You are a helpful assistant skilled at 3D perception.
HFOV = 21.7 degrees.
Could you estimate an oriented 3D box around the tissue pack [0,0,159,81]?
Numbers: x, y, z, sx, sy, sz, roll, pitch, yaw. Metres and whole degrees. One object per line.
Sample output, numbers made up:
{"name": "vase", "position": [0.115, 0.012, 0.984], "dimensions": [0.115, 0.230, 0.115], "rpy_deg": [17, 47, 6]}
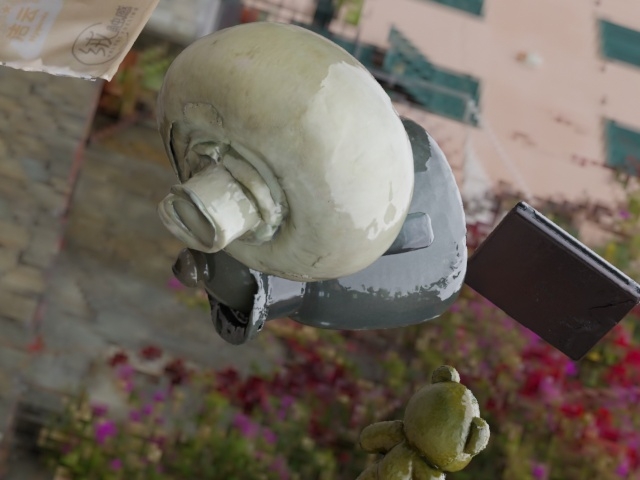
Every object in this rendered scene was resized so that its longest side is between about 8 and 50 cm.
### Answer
{"name": "tissue pack", "position": [-0.172, -0.275, 0.956], "dimensions": [0.305, 0.238, 0.238], "rpy_deg": [-52, -162, 39]}

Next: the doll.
{"name": "doll", "position": [0.108, 0.246, 1.838], "dimensions": [0.209, 0.097, 0.137], "rpy_deg": [-52, -136, 18]}

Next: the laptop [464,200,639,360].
{"name": "laptop", "position": [0.301, 0.055, 2.196], "dimensions": [0.154, 0.207, 0.026], "rpy_deg": [-52, -176, 37]}

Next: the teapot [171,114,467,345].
{"name": "teapot", "position": [-0.001, 0.018, 1.677], "dimensions": [0.305, 0.285, 0.223], "rpy_deg": [-131, -146, -53]}

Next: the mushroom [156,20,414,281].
{"name": "mushroom", "position": [-0.046, -0.065, 1.416], "dimensions": [0.202, 0.246, 0.246], "rpy_deg": [-35, 166, -28]}
